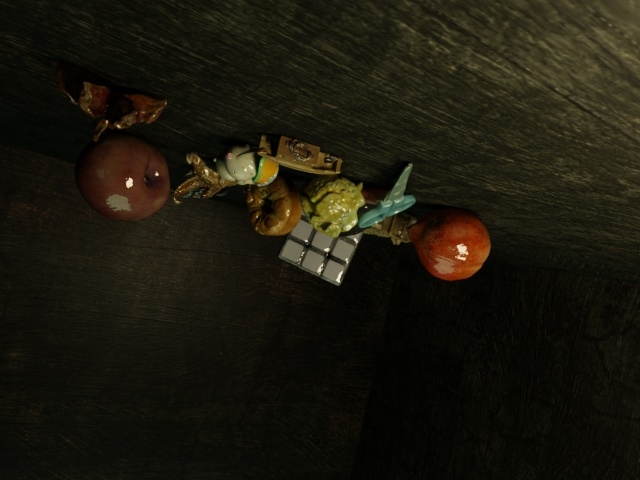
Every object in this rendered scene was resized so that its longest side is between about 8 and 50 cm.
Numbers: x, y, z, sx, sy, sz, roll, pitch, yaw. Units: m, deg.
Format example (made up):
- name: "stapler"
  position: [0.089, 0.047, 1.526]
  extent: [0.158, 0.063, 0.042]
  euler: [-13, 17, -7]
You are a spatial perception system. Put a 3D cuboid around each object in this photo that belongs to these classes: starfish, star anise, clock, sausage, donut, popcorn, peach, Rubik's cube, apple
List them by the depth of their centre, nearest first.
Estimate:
- name: "star anise"
  position: [-0.419, -0.268, 0.844]
  extent: [0.195, 0.111, 0.212]
  euler: [5, 170, 10]
- name: "clock"
  position: [-0.206, -0.204, 1.144]
  extent: [0.144, 0.104, 0.231]
  euler: [16, 175, -28]
- name: "popcorn"
  position: [0.037, -0.107, 1.253]
  extent: [0.167, 0.186, 0.187]
  euler: [39, -159, 28]
- name: "peach"
  position: [0.402, 0.001, 1.359]
  extent: [0.256, 0.233, 0.232]
  euler: [15, 178, -3]
- name: "sausage"
  position: [0.077, -0.155, 1.361]
  extent: [0.347, 0.054, 0.053]
  euler: [11, 177, 35]
- name: "apple"
  position: [-0.624, -0.205, 1.376]
  extent: [0.234, 0.306, 0.305]
  euler: [0, 174, 19]
- name: "starfish"
  position: [-0.373, -0.208, 1.461]
  extent: [0.302, 0.113, 0.312]
  euler: [-13, 167, 5]
- name: "donut"
  position: [-0.165, -0.123, 1.489]
  extent: [0.226, 0.227, 0.113]
  euler: [11, -174, 41]
- name: "Rubik's cube"
  position: [0.000, 0.000, 1.911]
  extent: [0.300, 0.304, 0.305]
  euler: [26, 179, -3]
- name: "starfish"
  position: [0.298, -0.064, 2.046]
  extent: [0.323, 0.083, 0.432]
  euler: [23, 177, 4]

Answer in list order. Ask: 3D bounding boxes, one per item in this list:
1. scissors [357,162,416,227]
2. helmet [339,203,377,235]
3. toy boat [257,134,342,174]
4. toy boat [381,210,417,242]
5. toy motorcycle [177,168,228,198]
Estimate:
- name: "scissors"
  position: [0.198, -0.120, 1.139]
  extent: [0.192, 0.029, 0.447]
  euler: [-23, 170, -3]
- name: "helmet"
  position: [0.086, -0.093, 1.534]
  extent: [0.278, 0.161, 0.230]
  euler: [14, 176, 10]
- name: "toy boat"
  position: [-0.044, -0.197, 0.986]
  extent: [0.200, 0.057, 0.077]
  euler: [14, 171, -18]
- name: "toy boat"
  position: [0.321, -0.056, 1.683]
  extent: [0.061, 0.116, 0.188]
  euler: [17, 179, 44]
- name: "toy motorcycle"
  position: [-0.501, -0.248, 1.817]
  extent: [0.228, 0.130, 0.094]
  euler: [-1, 155, 9]
